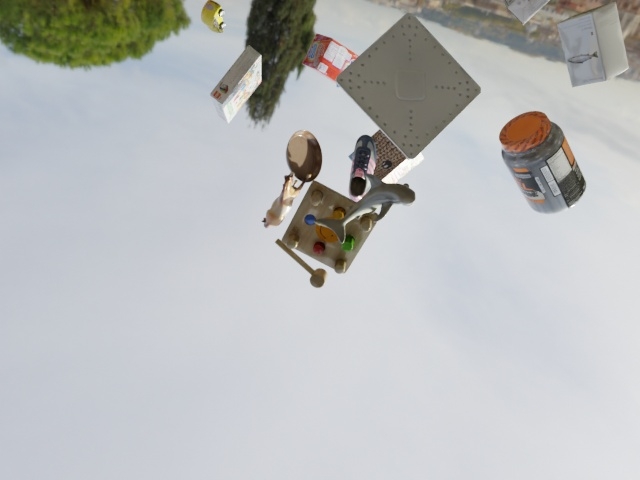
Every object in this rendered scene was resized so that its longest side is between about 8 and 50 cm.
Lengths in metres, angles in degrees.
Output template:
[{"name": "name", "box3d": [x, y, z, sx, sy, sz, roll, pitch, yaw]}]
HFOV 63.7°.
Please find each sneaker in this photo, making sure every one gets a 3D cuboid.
[{"name": "sneaker", "box3d": [0.192, -0.328, 2.341, 0.112, 0.318, 0.131, 6, -177, 9]}]

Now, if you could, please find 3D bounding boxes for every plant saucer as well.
[{"name": "plant saucer", "box3d": [-0.057, -0.270, 1.657, 0.029, 0.168, 0.168, 0, -169, 40]}]

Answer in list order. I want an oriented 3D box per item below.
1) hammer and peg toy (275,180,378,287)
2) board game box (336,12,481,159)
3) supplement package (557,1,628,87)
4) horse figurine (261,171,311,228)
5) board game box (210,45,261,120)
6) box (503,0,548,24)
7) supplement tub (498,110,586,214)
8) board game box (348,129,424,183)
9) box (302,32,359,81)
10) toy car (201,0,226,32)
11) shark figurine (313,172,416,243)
[{"name": "hammer and peg toy", "box3d": [0.000, 0.000, 1.746, 0.266, 0.361, 0.127, 28, -154, -5]}, {"name": "board game box", "box3d": [0.312, -0.544, 1.828, 0.390, 0.390, 0.050, 46, 169, -3]}, {"name": "supplement package", "box3d": [0.725, -0.517, 1.369, 0.105, 0.179, 0.105, -30, -162, -23]}, {"name": "horse figurine", "box3d": [-0.119, -0.121, 1.646, 0.066, 0.263, 0.174, 36, -149, -1]}, {"name": "board game box", "box3d": [-0.270, -0.498, 1.677, 0.053, 0.193, 0.305, 38, 178, -7]}, {"name": "box", "box3d": [0.751, -0.906, 1.854, 0.087, 0.169, 0.290, 37, -146, -15]}, {"name": "supplement tub", "box3d": [0.708, -0.249, 1.654, 0.316, 0.194, 0.193, 47, -171, -32]}, {"name": "board game box", "box3d": [0.333, -0.420, 2.605, 0.232, 0.291, 0.141, 53, -172, 25]}, {"name": "box", "box3d": [0.077, -0.672, 1.985, 0.257, 0.128, 0.122, 17, -163, -38]}, {"name": "toy car", "box3d": [-0.304, -0.703, 1.451, 0.225, 0.239, 0.053, 11, -131, 44]}, {"name": "shark figurine", "box3d": [0.124, -0.115, 1.360, 0.116, 0.278, 0.166, 52, -145, -22]}]
